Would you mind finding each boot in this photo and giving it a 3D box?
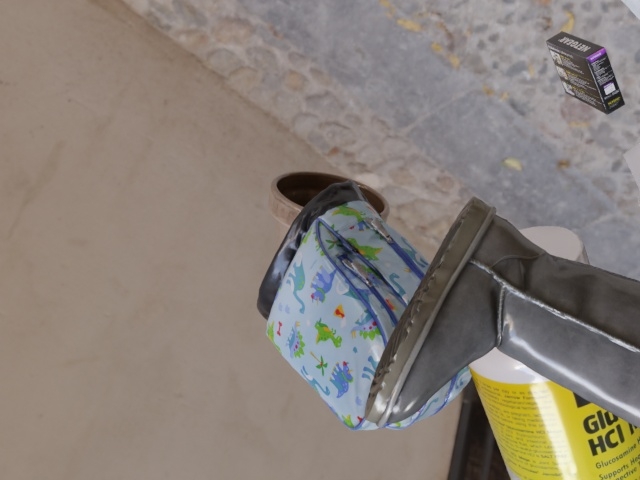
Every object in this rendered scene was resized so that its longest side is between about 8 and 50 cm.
[{"bbox_3d":[0.156,0.085,0.531,0.208,0.190,0.076,32,169,1],"label":"boot"}]

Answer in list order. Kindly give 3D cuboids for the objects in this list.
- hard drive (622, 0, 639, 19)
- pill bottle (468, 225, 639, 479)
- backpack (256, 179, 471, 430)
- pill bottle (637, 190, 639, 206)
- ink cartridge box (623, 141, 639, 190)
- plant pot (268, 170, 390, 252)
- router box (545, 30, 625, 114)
[{"bbox_3d":[0.716,-0.476,1.498,0.353,0.047,0.233,43,142,-7],"label":"hard drive"},{"bbox_3d":[0.278,0.161,0.928,0.187,0.188,0.334,-8,116,36],"label":"pill bottle"},{"bbox_3d":[0.067,0.124,1.213,0.355,0.273,0.290,39,121,19],"label":"backpack"},{"bbox_3d":[0.902,-0.051,1.851,0.301,0.169,0.169,31,147,-7],"label":"pill bottle"},{"bbox_3d":[0.641,-0.086,1.380,0.208,0.153,0.087,23,133,-33],"label":"ink cartridge box"},{"bbox_3d":[0.000,0.000,1.736,0.263,0.263,0.229,16,113,5],"label":"plant pot"},{"bbox_3d":[0.535,-0.342,1.610,0.046,0.179,0.133,-31,117,3],"label":"router box"}]
